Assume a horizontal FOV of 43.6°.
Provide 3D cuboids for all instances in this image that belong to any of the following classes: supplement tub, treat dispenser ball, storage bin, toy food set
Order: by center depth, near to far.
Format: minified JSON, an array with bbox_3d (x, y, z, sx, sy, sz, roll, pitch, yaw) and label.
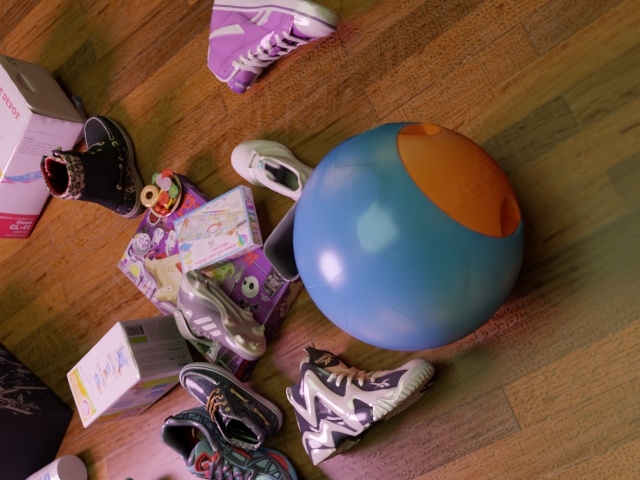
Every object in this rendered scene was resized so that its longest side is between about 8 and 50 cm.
[{"bbox_3d":[0.109,-0.005,1.010,0.288,0.288,0.288,-7,78,33],"label":"treat dispenser ball"},{"bbox_3d":[0.000,0.000,1.205,0.135,0.091,0.098,-52,58,17],"label":"storage bin"},{"bbox_3d":[-0.274,-0.082,1.397,0.083,0.020,0.082,46,107,32],"label":"toy food set"},{"bbox_3d":[-0.489,0.446,1.474,0.107,0.071,0.071,-35,64,26],"label":"supplement tub"}]

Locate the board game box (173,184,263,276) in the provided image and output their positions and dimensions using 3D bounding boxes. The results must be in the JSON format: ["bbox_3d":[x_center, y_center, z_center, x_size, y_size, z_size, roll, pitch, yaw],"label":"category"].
[{"bbox_3d":[-0.169,-0.012,1.308,0.154,0.026,0.103,-24,68,29],"label":"board game box"}]

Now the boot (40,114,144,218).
[{"bbox_3d":[-0.429,-0.154,1.471,0.085,0.179,0.236,-38,64,23],"label":"boot"}]

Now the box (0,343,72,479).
[{"bbox_3d":[-0.711,0.314,1.502,0.343,0.312,0.178,29,98,34],"label":"box"}]

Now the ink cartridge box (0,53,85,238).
[{"bbox_3d":[-0.634,-0.188,1.633,0.226,0.131,0.306,49,114,31],"label":"ink cartridge box"}]

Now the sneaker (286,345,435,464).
[{"bbox_3d":[0.041,0.197,1.139,0.235,0.094,0.153,-45,68,32],"label":"sneaker"}]

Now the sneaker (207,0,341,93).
[{"bbox_3d":[-0.084,-0.316,1.321,0.282,0.102,0.161,16,95,46],"label":"sneaker"}]

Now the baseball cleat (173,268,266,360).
[{"bbox_3d":[-0.160,0.136,1.261,0.206,0.072,0.109,47,122,36],"label":"baseball cleat"}]

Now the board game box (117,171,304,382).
[{"bbox_3d":[-0.195,0.054,1.358,0.347,0.056,0.208,38,99,33],"label":"board game box"}]

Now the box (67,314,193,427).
[{"bbox_3d":[-0.322,0.220,1.348,0.203,0.114,0.103,-41,65,36],"label":"box"}]

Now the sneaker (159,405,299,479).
[{"bbox_3d":[-0.149,0.348,1.224,0.262,0.125,0.104,26,97,35],"label":"sneaker"}]

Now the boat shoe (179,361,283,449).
[{"bbox_3d":[-0.150,0.251,1.230,0.183,0.083,0.065,26,109,13],"label":"boat shoe"}]

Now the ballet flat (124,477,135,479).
[{"bbox_3d":[-0.289,0.520,1.330,0.087,0.083,0.247,-4,79,9],"label":"ballet flat"}]

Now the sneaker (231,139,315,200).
[{"bbox_3d":[-0.078,-0.116,1.277,0.212,0.094,0.080,26,98,35],"label":"sneaker"}]

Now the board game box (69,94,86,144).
[{"bbox_3d":[-0.517,-0.236,1.643,0.090,0.020,0.090,-35,65,26],"label":"board game box"}]
